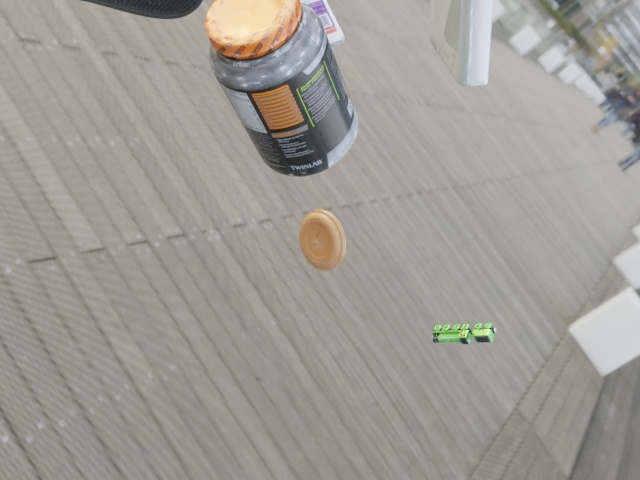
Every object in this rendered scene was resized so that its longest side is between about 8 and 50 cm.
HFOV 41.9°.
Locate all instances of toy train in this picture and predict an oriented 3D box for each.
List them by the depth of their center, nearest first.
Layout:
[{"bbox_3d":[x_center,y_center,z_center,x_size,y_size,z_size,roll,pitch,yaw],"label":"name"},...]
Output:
[{"bbox_3d":[0.167,0.111,0.986,0.017,0.083,0.024,57,43,-29],"label":"toy train"}]

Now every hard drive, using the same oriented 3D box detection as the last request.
[{"bbox_3d":[0.176,-0.373,1.041,0.203,0.040,0.307,-101,-173,-59],"label":"hard drive"}]

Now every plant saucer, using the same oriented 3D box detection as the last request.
[{"bbox_3d":[0.000,0.000,1.127,0.013,0.083,0.083,-14,66,-45],"label":"plant saucer"}]

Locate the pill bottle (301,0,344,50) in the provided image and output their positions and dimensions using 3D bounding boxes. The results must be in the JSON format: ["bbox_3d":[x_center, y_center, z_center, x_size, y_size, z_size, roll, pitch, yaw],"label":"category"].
[{"bbox_3d":[-0.045,-0.412,1.459,0.193,0.108,0.108,64,23,-2],"label":"pill bottle"}]

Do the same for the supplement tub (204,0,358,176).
[{"bbox_3d":[-0.038,-0.162,0.843,0.190,0.117,0.117,63,6,-53],"label":"supplement tub"}]

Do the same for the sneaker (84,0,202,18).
[{"bbox_3d":[-0.270,-0.357,0.919,0.295,0.124,0.178,14,39,-23],"label":"sneaker"}]
